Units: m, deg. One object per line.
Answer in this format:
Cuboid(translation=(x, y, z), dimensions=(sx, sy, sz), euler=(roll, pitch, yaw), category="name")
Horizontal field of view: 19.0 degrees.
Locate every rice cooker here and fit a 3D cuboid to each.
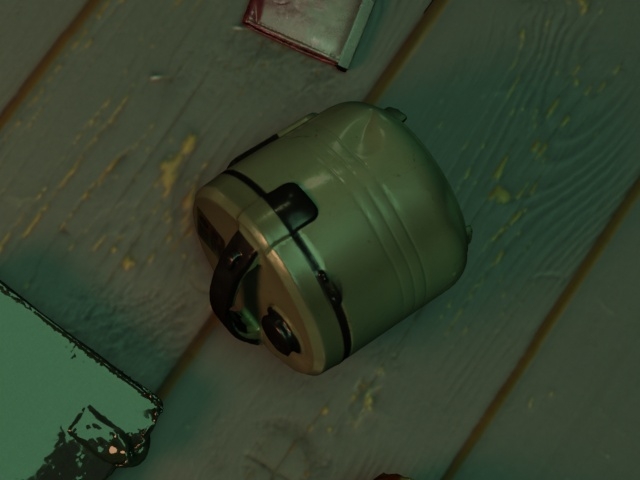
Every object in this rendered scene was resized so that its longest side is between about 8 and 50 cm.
Cuboid(translation=(0.000, 0.000, 1.809), dimensions=(0.244, 0.226, 0.226), euler=(-36, 91, -18), category="rice cooker")

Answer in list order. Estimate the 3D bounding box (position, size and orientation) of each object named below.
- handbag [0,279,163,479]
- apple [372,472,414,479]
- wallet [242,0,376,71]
Cuboid(translation=(-0.311, 0.182, 1.793), dimensions=(0.260, 0.079, 0.247), euler=(38, 79, -7), category="handbag")
Cuboid(translation=(0.089, 0.306, 1.826), dimensions=(0.158, 0.156, 0.147), euler=(14, 78, 19), category="apple")
Cuboid(translation=(0.015, -0.299, 1.945), dimensions=(0.119, 0.025, 0.232), euler=(24, 79, -9), category="wallet")
